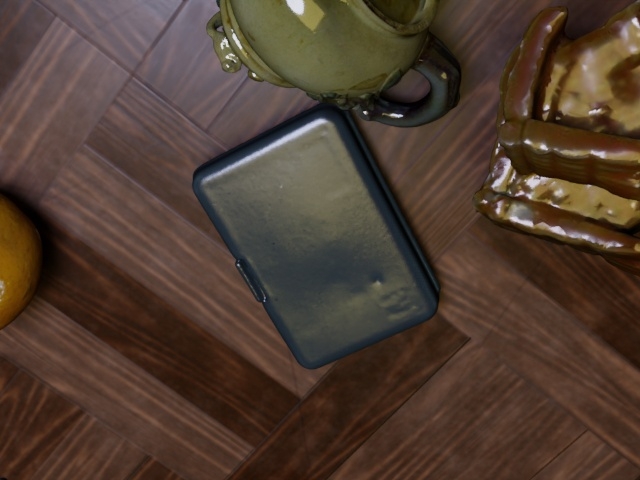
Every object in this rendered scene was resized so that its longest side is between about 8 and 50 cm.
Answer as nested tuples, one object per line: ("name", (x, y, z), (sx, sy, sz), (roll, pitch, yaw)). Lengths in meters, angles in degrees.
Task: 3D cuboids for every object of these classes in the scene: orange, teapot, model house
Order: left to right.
("orange", (-0.337, 0.016, 0.758), (0.156, 0.124, 0.156), (-5, 124, -8))
("teapot", (-0.003, -0.180, 0.655), (0.182, 0.173, 0.269), (-16, 134, 43))
("model house", (0.227, -0.071, 0.648), (0.229, 0.199, 0.219), (-32, 84, 19))

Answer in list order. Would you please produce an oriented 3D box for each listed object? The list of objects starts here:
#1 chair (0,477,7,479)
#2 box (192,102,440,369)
("chair", (-0.470, 0.295, 0.897), (0.221, 0.104, 0.095), (-34, 80, 10))
("box", (0.000, 0.000, 0.769), (0.160, 0.050, 0.230), (-26, 108, 12))
